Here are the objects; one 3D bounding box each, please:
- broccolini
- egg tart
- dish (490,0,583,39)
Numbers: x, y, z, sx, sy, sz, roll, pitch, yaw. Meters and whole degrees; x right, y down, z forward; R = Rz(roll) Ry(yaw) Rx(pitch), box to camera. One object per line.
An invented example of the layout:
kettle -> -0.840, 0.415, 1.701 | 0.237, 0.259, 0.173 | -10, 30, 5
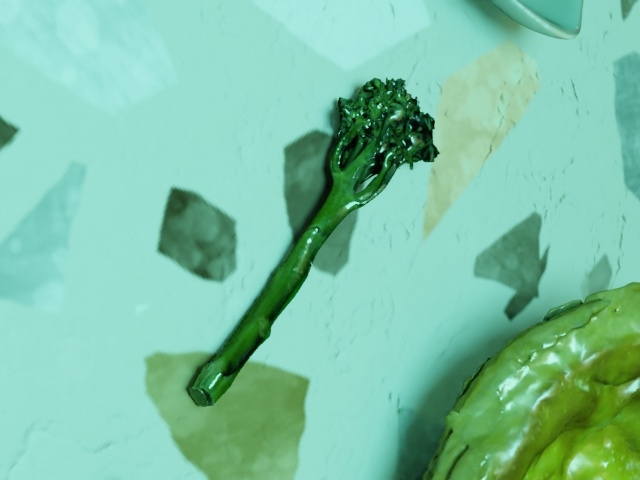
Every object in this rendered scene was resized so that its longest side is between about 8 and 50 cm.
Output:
broccolini -> 0.001, -0.004, 0.835 | 0.071, 0.057, 0.254 | 27, 60, 8
egg tart -> 0.194, 0.193, 0.924 | 0.341, 0.129, 0.341 | 2, 86, -27
dish -> 0.139, -0.258, 0.948 | 0.151, 0.077, 0.212 | 37, 65, -37
